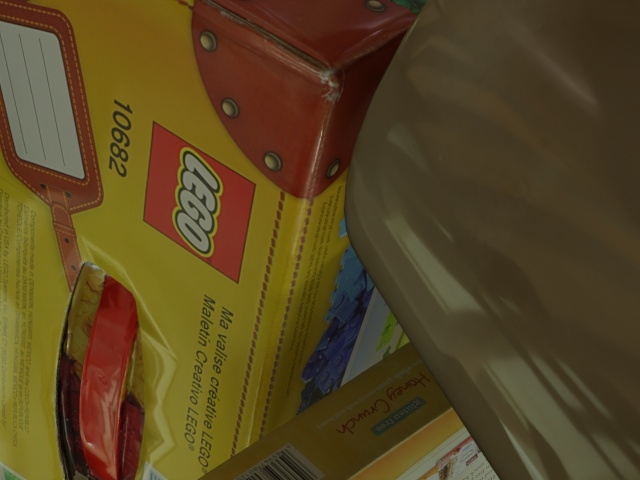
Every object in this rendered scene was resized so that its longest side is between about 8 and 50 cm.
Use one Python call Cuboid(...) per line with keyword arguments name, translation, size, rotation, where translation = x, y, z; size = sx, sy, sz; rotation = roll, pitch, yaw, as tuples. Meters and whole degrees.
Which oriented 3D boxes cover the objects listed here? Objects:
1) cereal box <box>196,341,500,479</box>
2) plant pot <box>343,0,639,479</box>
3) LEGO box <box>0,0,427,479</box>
Cuboid(name="cereal box", translation=(0.034, 0.158, 0.588), size=(0.173, 0.240, 0.047), rotation=(-30, -135, -28))
Cuboid(name="plant pot", translation=(0.168, 0.019, 0.395), size=(0.280, 0.323, 0.323), rotation=(40, -80, 23))
Cuboid(name="LEGO box", translation=(0.000, 0.000, 0.745), size=(0.193, 0.372, 0.500), rotation=(33, -45, 22))
